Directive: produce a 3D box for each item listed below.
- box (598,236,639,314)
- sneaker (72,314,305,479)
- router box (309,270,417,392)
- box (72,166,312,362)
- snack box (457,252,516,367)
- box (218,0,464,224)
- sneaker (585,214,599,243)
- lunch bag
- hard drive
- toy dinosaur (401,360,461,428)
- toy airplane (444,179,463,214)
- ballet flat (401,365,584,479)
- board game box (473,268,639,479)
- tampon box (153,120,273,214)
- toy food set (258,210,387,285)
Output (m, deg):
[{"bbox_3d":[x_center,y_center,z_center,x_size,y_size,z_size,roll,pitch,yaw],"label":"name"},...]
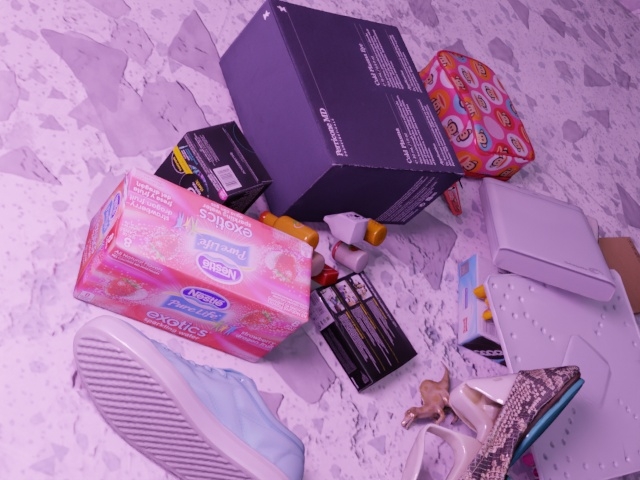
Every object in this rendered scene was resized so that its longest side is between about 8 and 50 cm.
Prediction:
[{"bbox_3d":[0.735,0.082,2.113,0.164,0.021,0.201,-1,61,-41],"label":"box"},{"bbox_3d":[-0.165,0.216,1.175,0.366,0.135,0.150,48,33,-14],"label":"sneaker"},{"bbox_3d":[0.066,0.146,1.473,0.133,0.046,0.179,-21,74,-47],"label":"router box"},{"bbox_3d":[-0.175,0.041,1.266,0.300,0.154,0.142,25,46,-26],"label":"box"},{"bbox_3d":[0.408,0.173,1.732,0.322,0.060,0.187,27,48,-23],"label":"snack box"},{"bbox_3d":[0.033,-0.217,1.556,0.312,0.179,0.343,2,59,-41],"label":"box"},{"bbox_3d":[0.540,0.045,1.938,0.118,0.107,0.279,17,44,-7],"label":"sneaker"},{"bbox_3d":[0.357,-0.277,1.986,0.258,0.120,0.293,4,57,-39],"label":"lunch bag"},{"bbox_3d":[0.444,-0.013,1.782,0.233,0.047,0.353,18,26,-3],"label":"hard drive"},{"bbox_3d":[0.205,0.268,1.495,0.092,0.053,0.183,48,41,2],"label":"toy dinosaur"},{"bbox_3d":[0.246,-0.116,1.832,0.151,0.028,0.151,15,68,-41],"label":"toy airplane"},{"bbox_3d":[0.244,0.326,1.372,0.182,0.164,0.483,33,54,14],"label":"ballet flat"},{"bbox_3d":[0.482,0.250,1.663,0.390,0.050,0.390,0,69,-36],"label":"board game box"},{"bbox_3d":[-0.175,-0.082,1.352,0.101,0.161,0.120,-22,74,-47],"label":"tampon box"},{"bbox_3d":[0.000,0.000,1.458,0.104,0.111,0.232,29,25,31],"label":"toy food set"}]
